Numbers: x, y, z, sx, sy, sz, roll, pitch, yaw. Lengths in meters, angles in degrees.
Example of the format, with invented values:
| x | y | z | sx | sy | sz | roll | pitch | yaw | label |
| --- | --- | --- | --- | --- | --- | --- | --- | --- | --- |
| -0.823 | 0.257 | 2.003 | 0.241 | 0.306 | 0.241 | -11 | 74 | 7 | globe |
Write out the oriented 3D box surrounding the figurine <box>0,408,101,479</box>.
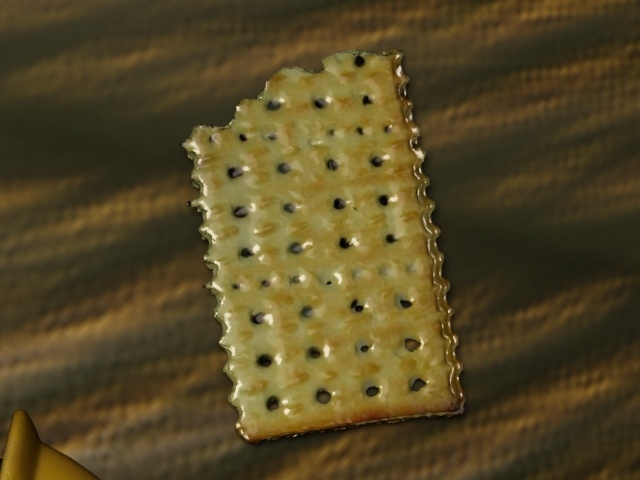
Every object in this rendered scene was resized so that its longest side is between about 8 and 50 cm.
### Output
| x | y | z | sx | sy | sz | roll | pitch | yaw | label |
| --- | --- | --- | --- | --- | --- | --- | --- | --- | --- |
| -0.181 | 0.176 | 0.637 | 0.257 | 0.192 | 0.167 | -19 | 112 | -5 | figurine |

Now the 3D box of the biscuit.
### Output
| x | y | z | sx | sy | sz | roll | pitch | yaw | label |
| --- | --- | --- | --- | --- | --- | --- | --- | --- | --- |
| 0.000 | 0.000 | 0.848 | 0.144 | 0.016 | 0.203 | -7 | 80 | -27 | biscuit |
